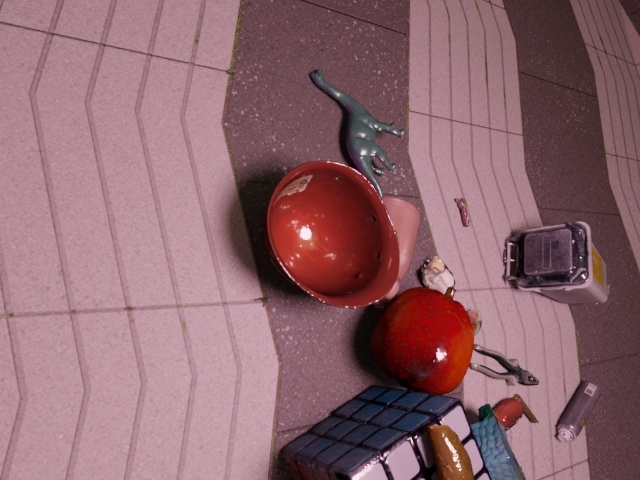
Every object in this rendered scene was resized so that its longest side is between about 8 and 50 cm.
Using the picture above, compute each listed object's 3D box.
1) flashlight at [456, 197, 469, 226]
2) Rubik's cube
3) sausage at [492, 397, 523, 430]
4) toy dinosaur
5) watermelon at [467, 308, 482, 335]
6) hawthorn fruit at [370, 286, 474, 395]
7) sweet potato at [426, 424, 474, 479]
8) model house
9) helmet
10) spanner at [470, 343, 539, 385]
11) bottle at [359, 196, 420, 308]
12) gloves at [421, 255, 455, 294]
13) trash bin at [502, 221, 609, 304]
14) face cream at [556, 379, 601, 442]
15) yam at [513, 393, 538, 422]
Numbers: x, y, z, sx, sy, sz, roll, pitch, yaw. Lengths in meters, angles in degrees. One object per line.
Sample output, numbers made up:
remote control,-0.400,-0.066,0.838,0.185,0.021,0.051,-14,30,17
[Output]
flashlight,0.531,-0.105,1.552,0.051,0.031,0.111,-5,80,-30
Rubik's cube,0.164,0.582,0.991,0.336,0.344,0.344,-20,88,-33
sausage,0.622,0.579,1.405,0.141,0.076,0.076,-21,88,-30
toy dinosaur,0.084,-0.333,1.338,0.330,0.129,0.384,18,70,-13
watermelon,0.513,0.271,1.432,0.072,0.085,0.092,31,24,4
hawthorn fruit,0.284,0.255,1.141,0.265,0.265,0.308,34,72,-17
sweet potato,0.274,0.484,0.835,0.077,0.077,0.244,-11,81,-31
model house,0.463,0.672,1.254,0.262,0.240,0.226,60,14,-16
helmet,0.000,0.000,1.112,0.385,0.230,0.338,42,65,-16
spanner,0.648,0.449,1.471,0.324,0.040,0.096,26,67,-20
bottle,0.193,0.043,1.253,0.206,0.172,0.297,46,54,-51
gloves,0.393,0.135,1.393,0.114,0.070,0.153,-45,107,-38
trash bin,0.909,0.109,1.603,0.367,0.295,0.256,26,64,-37
face cream,0.965,0.643,1.579,0.283,0.073,0.073,-34,95,-31
yam,0.724,0.599,1.481,0.130,0.027,0.033,52,20,-6
